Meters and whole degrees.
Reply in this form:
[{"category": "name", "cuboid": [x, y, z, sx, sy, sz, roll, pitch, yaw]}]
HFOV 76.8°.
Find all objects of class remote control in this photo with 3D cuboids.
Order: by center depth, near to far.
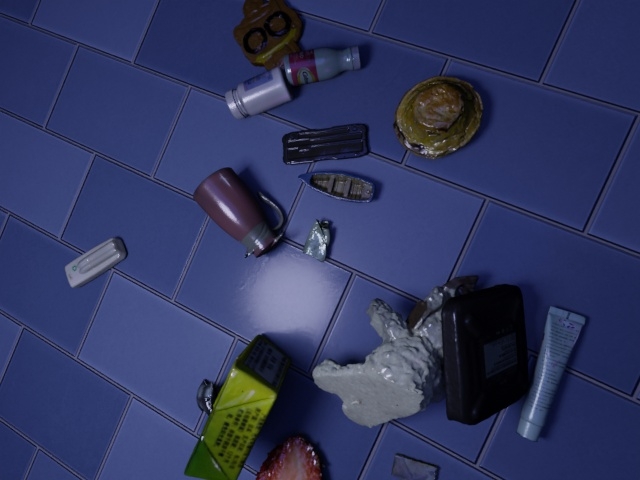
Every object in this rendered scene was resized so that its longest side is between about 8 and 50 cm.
[{"category": "remote control", "cuboid": [-0.758, 0.072, 1.351, 0.230, 0.049, 0.090, -30, 77, 11]}]

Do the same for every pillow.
[{"category": "pillow", "cuboid": [-0.335, 0.462, 1.188, 0.055, 0.136, 0.091, -24, 91, -32]}]

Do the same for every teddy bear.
[{"category": "teddy bear", "cuboid": [0.231, 0.276, 1.064, 0.327, 0.362, 0.375, 49, 139, -9]}]

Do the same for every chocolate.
[{"category": "chocolate", "cuboid": [-0.201, 0.435, 1.071, 0.137, 0.301, 0.288, 25, 93, 1]}]

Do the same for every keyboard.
[{"category": "keyboard", "cuboid": [0.011, -0.288, 1.206, 0.263, 0.016, 0.106, -4, 86, 13]}]

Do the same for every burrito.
[{"category": "burrito", "cuboid": [-0.003, -0.001, 1.176, 0.074, 0.044, 0.118, 21, 93, 12]}]

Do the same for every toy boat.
[{"category": "toy boat", "cuboid": [0.253, 0.620, 1.086, 0.115, 0.016, 0.063, 12, 89, 15]}, {"category": "toy boat", "cuboid": [0.047, -0.159, 1.174, 0.229, 0.046, 0.080, 13, 90, 15]}]

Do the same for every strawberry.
[{"category": "strawberry", "cuboid": [-0.086, 0.712, 1.122, 0.234, 0.137, 0.306, 24, 66, -4]}]

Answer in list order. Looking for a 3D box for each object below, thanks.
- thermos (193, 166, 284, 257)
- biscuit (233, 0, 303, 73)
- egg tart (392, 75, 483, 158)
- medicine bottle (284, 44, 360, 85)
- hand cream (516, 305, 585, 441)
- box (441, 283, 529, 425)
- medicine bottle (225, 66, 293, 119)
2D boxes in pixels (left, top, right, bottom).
[{"category": "thermos", "cuboid": [-0.224, -0.079, 1.196, 0.176, 0.146, 0.265, -41, 86, -18]}, {"category": "biscuit", "cuboid": [-0.161, -0.652, 1.262, 0.208, 0.041, 0.290, -33, 80, 8]}, {"category": "egg tart", "cuboid": [0.315, -0.342, 1.095, 0.241, 0.106, 0.240, -2, 85, 18]}, {"category": "medicine bottle", "cuboid": [0.006, -0.517, 1.185, 0.217, 0.090, 0.090, -8, 84, 7]}, {"category": "hand cream", "cuboid": [0.569, 0.334, 1.007, 0.085, 0.058, 0.331, 19, 91, 15]}, {"category": "box", "cuboid": [0.395, 0.257, 0.948, 0.073, 0.290, 0.288, -1, 93, 54]}, {"category": "medicine bottle", "cuboid": [-0.185, -0.441, 1.220, 0.187, 0.103, 0.102, -18, 82, 12]}]
